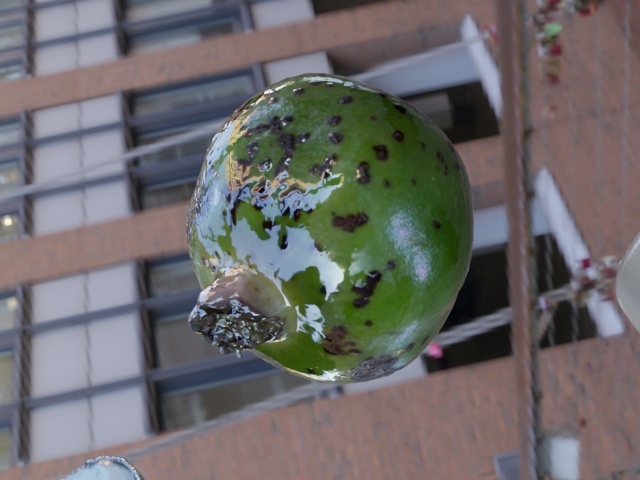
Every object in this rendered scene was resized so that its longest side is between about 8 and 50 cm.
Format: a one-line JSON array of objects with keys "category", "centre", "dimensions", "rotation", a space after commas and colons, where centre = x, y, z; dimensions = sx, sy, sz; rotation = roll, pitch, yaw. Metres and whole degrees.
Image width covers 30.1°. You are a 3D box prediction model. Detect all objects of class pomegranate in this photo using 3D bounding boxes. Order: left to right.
[{"category": "pomegranate", "centre": [0.000, 0.000, 0.962], "dimensions": [0.270, 0.254, 0.254], "rotation": [-47, -38, -35]}]

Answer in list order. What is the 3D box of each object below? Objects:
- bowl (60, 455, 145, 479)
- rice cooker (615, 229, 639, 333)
[{"category": "bowl", "centre": [-0.161, 0.311, 0.760], "dimensions": [0.146, 0.313, 0.313], "rotation": [40, -167, -20]}, {"category": "rice cooker", "centre": [0.320, 0.033, 0.919], "dimensions": [0.127, 0.206, 0.145], "rotation": [48, 123, 34]}]
